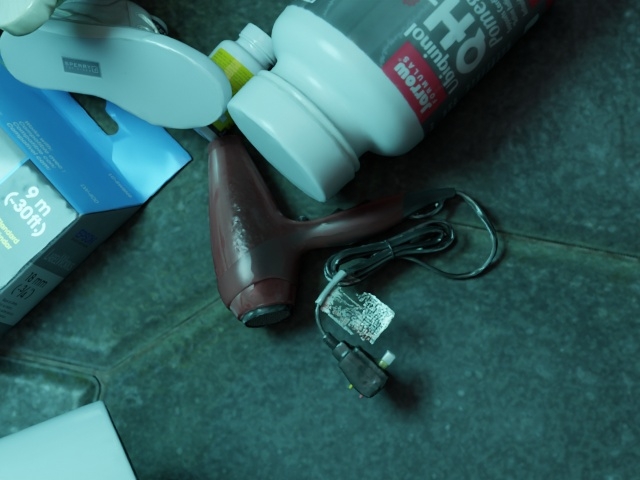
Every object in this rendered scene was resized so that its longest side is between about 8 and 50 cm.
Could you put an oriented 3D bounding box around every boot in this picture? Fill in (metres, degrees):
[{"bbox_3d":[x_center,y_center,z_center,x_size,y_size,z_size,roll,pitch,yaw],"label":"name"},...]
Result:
[{"bbox_3d":[-0.178,-0.189,1.405,0.258,0.095,0.123,17,38,22],"label":"boot"}]

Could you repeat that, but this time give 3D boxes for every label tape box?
[{"bbox_3d":[-0.336,-0.060,1.433,0.334,0.106,0.240,-44,75,0],"label":"label tape box"}]

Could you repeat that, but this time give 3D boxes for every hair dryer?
[{"bbox_3d":[0.000,0.000,1.390,0.293,0.080,0.223,35,70,10],"label":"hair dryer"}]

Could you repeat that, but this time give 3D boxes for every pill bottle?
[{"bbox_3d":[-0.091,-0.158,1.429,0.065,0.065,0.116,40,88,16],"label":"pill bottle"},{"bbox_3d":[0.068,-0.191,1.335,0.176,0.176,0.318,42,82,16],"label":"pill bottle"}]

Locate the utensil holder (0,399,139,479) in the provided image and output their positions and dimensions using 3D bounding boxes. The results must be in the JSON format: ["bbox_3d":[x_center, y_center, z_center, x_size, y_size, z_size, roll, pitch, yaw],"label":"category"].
[{"bbox_3d":[-0.300,0.345,1.194,0.386,0.327,0.327,-24,75,-9],"label":"utensil holder"}]

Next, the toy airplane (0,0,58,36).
[{"bbox_3d":[-0.291,-0.375,1.398,0.386,0.272,0.384,19,63,36],"label":"toy airplane"}]
